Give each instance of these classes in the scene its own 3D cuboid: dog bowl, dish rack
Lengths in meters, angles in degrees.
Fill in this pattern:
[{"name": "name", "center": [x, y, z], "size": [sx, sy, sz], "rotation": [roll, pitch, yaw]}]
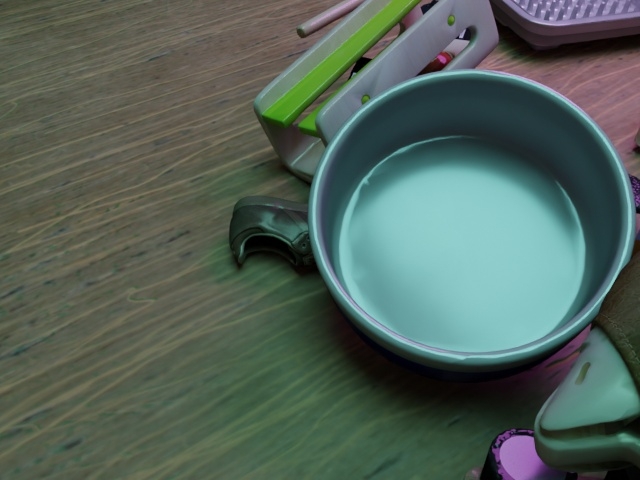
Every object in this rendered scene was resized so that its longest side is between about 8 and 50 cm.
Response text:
[{"name": "dog bowl", "center": [0.126, -0.011, 0.621], "size": [0.265, 0.104, 0.264], "rotation": [-2, 69, 7]}, {"name": "dish rack", "center": [0.420, -0.405, 1.166], "size": [0.333, 0.072, 0.285], "rotation": [-11, 46, -15]}]

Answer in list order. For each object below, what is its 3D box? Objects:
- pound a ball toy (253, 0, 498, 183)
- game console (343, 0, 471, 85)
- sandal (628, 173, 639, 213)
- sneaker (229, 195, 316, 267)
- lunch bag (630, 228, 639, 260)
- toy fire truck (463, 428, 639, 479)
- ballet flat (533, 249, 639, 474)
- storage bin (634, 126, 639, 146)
[{"name": "pound a ball toy", "center": [0.064, -0.209, 0.856], "size": [0.319, 0.135, 0.208], "rotation": [-45, 41, -19]}, {"name": "game console", "center": [0.170, -0.251, 1.005], "size": [0.213, 0.044, 0.361], "rotation": [14, 46, 11]}, {"name": "sandal", "center": [0.300, -0.061, 0.820], "size": [0.067, 0.040, 0.179], "rotation": [-28, 37, -36]}, {"name": "sneaker", "center": [0.000, 0.000, 0.722], "size": [0.188, 0.066, 0.071], "rotation": [3, 60, 6]}, {"name": "lunch bag", "center": [0.412, 0.076, 0.468], "size": [0.239, 0.327, 0.385], "rotation": [-6, 42, -8]}, {"name": "toy fire truck", "center": [0.189, 0.262, 0.402], "size": [0.217, 0.158, 0.246], "rotation": [7, 33, 2]}, {"name": "ballet flat", "center": [0.188, 0.141, 0.376], "size": [0.124, 0.116, 0.342], "rotation": [-13, 48, 10]}, {"name": "storage bin", "center": [0.577, -0.175, 0.893], "size": [0.260, 0.123, 0.262], "rotation": [26, 48, 22]}]
